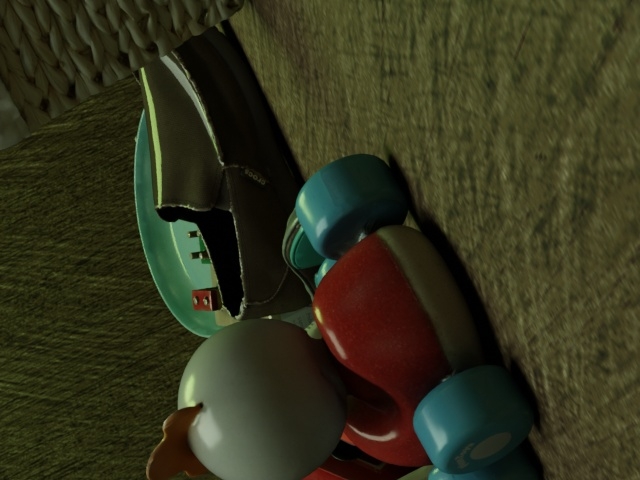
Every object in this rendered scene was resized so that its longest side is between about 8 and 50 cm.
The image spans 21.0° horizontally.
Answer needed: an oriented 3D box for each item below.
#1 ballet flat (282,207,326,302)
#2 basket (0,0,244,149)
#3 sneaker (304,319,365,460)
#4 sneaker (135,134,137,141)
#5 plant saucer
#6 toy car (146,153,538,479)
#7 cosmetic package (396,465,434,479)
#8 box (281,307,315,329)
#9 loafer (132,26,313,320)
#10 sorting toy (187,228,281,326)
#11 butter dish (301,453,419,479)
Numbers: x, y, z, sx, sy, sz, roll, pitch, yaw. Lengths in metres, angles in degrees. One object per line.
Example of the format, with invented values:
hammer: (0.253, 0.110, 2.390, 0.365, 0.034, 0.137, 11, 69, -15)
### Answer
ballet flat: (0.000, 0.000, 1.496, 0.213, 0.072, 0.068, 74, 174, -62)
basket: (-0.262, -0.321, 1.460, 0.328, 0.266, 0.331, 59, 172, 41)
sneaker: (0.011, 0.166, 1.891, 0.148, 0.131, 0.350, 51, 180, 2)
sneaker: (-0.162, -0.113, 2.228, 0.321, 0.127, 0.126, 140, 106, -83)
plant saucer: (-0.131, -0.046, 2.017, 0.317, 0.043, 0.318, 20, 113, 57)
toy car: (-0.008, 0.105, 1.167, 0.219, 0.238, 0.210, 62, 174, 28)
cosmetic package: (0.109, 0.265, 1.732, 0.041, 0.060, 0.115, 61, 175, 27)
box: (-0.060, 0.080, 2.154, 0.182, 0.119, 0.181, 61, 174, 37)
loafer: (-0.113, -0.077, 1.755, 0.366, 0.130, 0.134, 60, 154, -2)
sorting toy: (-0.101, 0.023, 1.897, 0.132, 0.046, 0.274, 0, 96, 59)
butter dish: (0.012, 0.275, 1.925, 0.160, 0.118, 0.160, 21, -169, 13)
